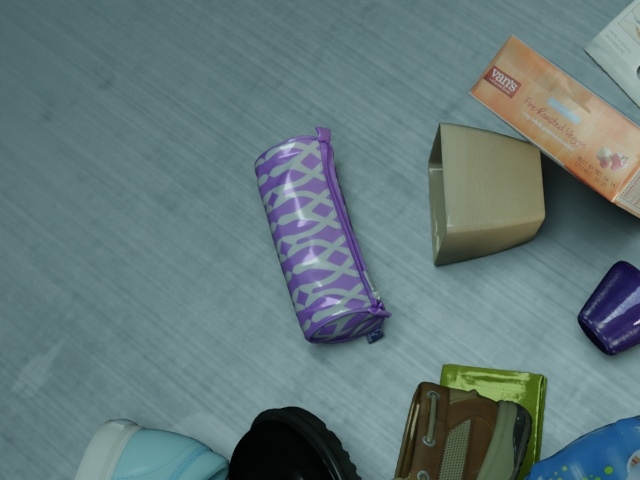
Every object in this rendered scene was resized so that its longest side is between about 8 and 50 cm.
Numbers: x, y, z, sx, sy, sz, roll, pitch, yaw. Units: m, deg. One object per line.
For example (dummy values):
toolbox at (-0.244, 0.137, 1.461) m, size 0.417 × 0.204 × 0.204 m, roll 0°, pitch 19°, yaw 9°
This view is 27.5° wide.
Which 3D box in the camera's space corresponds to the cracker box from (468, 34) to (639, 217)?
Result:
cracker box at (0.237, -0.092, 1.162) m, size 0.155 × 0.232 × 0.067 m, roll 41°, pitch 100°, yaw 20°

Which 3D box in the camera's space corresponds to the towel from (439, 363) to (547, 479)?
towel at (0.144, 0.233, 1.191) m, size 0.102 × 0.021 × 0.237 m, roll 6°, pitch 73°, yaw 12°

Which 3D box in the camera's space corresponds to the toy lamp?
toy lamp at (0.353, 0.001, 1.194) m, size 0.274 × 0.080 × 0.080 m, roll -40°, pitch 69°, yaw -2°

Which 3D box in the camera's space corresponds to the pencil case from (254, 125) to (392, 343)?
pencil case at (0.000, 0.000, 1.258) m, size 0.088 × 0.086 × 0.206 m, roll -34°, pitch 66°, yaw 36°

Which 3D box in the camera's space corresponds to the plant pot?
plant pot at (0.157, -0.044, 1.238) m, size 0.096 × 0.109 × 0.109 m, roll -2°, pitch 72°, yaw -2°

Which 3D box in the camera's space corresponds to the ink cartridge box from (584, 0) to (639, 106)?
ink cartridge box at (0.408, -0.204, 1.275) m, size 0.232 × 0.066 × 0.189 m, roll -45°, pitch 69°, yaw 17°

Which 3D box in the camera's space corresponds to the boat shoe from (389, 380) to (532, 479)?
boat shoe at (0.074, 0.251, 1.077) m, size 0.119 × 0.123 × 0.324 m, roll 25°, pitch 47°, yaw 3°

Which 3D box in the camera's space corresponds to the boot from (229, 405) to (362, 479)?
boot at (-0.072, 0.309, 1.072) m, size 0.131 × 0.260 × 0.348 m, roll -35°, pitch 63°, yaw 43°

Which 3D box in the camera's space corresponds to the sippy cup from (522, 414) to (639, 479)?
sippy cup at (0.272, 0.272, 1.057) m, size 0.305 × 0.240 × 0.224 m, roll -9°, pitch 56°, yaw -23°

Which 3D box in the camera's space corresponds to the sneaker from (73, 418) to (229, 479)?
sneaker at (-0.169, 0.344, 1.158) m, size 0.150 × 0.135 × 0.366 m, roll 7°, pitch 75°, yaw 16°
